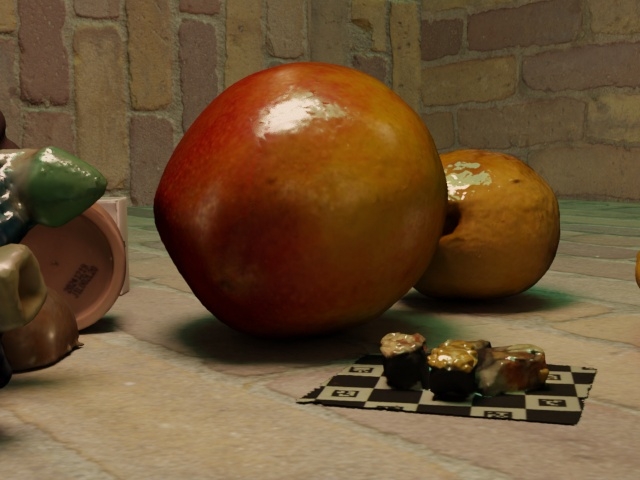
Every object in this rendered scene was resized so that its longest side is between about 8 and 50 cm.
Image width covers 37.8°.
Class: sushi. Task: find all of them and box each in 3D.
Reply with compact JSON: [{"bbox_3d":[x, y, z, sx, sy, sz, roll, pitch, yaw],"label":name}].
[{"bbox_3d":[0.111,0.097,0.762,0.210,0.040,0.193,2,6,21],"label":"sushi"}]

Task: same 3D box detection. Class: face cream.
[{"bbox_3d":[-0.288,0.021,1.020,0.149,0.149,0.104,-2,7,-13],"label":"face cream"}]

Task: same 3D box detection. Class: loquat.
[{"bbox_3d":[0.185,-0.020,1.161,0.238,0.193,0.238,-3,-10,-1],"label":"loquat"}]

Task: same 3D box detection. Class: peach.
[{"bbox_3d":[-0.022,-0.035,0.962,0.308,0.307,0.332,1,23,20],"label":"peach"}]

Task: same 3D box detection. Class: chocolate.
[{"bbox_3d":[-0.363,0.070,0.881,0.262,0.083,0.161,0,7,-2],"label":"chocolate"}]

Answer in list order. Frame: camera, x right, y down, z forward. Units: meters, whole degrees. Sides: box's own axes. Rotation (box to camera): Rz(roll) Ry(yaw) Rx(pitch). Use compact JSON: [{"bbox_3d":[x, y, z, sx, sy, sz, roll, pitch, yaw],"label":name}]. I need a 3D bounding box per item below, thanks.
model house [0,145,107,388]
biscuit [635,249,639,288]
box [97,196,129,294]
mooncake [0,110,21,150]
[{"bbox_3d":[-0.325,-0.010,0.693,0.284,0.243,0.298,4,32,11],"label":"model house"},{"bbox_3d":[0.496,0.055,0.841,0.430,0.103,0.446,1,8,5],"label":"biscuit"},{"bbox_3d":[-0.329,0.007,1.260,0.130,0.129,0.051,-1,6,1],"label":"box"},{"bbox_3d":[-0.448,-0.041,1.057,0.154,0.306,0.306,-1,6,8],"label":"mooncake"}]
